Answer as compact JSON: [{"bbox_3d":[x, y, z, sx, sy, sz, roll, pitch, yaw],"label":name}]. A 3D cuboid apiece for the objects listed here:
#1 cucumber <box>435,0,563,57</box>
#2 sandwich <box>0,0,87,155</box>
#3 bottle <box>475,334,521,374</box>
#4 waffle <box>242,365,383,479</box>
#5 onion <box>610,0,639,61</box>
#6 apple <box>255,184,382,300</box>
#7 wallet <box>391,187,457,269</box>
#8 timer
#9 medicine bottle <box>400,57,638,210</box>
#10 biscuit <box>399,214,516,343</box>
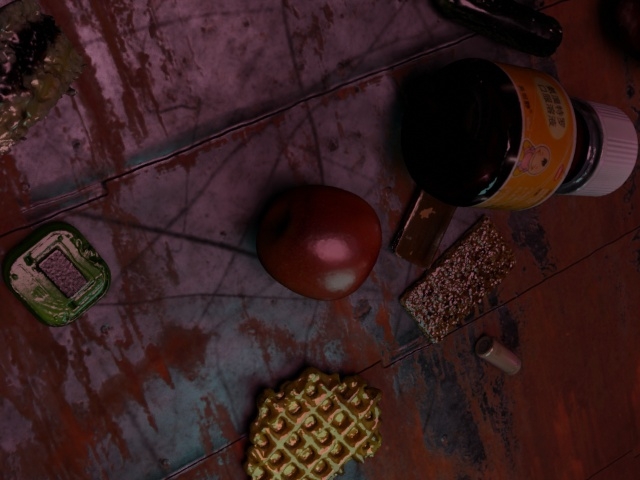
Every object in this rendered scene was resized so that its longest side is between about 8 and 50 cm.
[{"bbox_3d":[0.295,-0.371,1.553,0.241,0.074,0.075,13,98,-28],"label":"cucumber"},{"bbox_3d":[-0.443,-0.166,1.127,0.325,0.262,0.131,-38,116,-13],"label":"sandwich"},{"bbox_3d":[0.336,0.217,1.754,0.096,0.045,0.045,34,88,-31],"label":"bottle"},{"bbox_3d":[-0.007,0.348,1.616,0.291,0.051,0.291,-7,107,-22],"label":"waffle"},{"bbox_3d":[0.645,-0.393,1.647,0.280,0.281,0.221,5,59,-28],"label":"onion"},{"bbox_3d":[0.000,0.000,1.449,0.168,0.181,0.181,30,90,-29],"label":"apple"},{"bbox_3d":[0.190,-0.043,1.618,0.095,0.026,0.176,22,95,-36],"label":"wallet"},{"bbox_3d":[-0.378,0.050,1.345,0.128,0.047,0.140,-41,118,-12],"label":"timer"},{"bbox_3d":[0.345,-0.172,1.552,0.395,0.242,0.243,-4,106,-39],"label":"medicine bottle"},{"bbox_3d":[0.254,0.071,1.684,0.231,0.025,0.131,-44,119,-9],"label":"biscuit"}]
